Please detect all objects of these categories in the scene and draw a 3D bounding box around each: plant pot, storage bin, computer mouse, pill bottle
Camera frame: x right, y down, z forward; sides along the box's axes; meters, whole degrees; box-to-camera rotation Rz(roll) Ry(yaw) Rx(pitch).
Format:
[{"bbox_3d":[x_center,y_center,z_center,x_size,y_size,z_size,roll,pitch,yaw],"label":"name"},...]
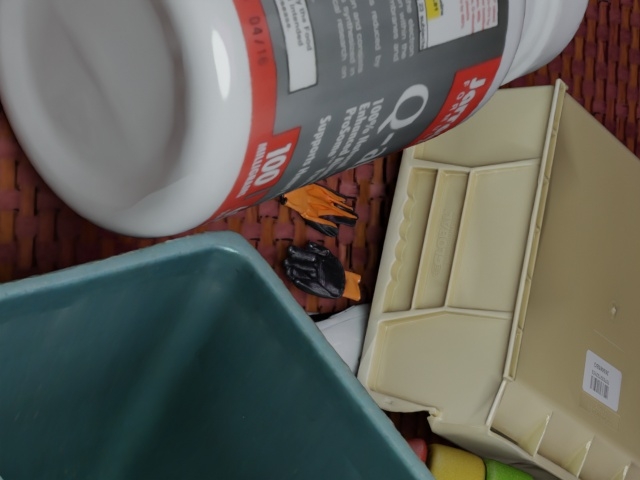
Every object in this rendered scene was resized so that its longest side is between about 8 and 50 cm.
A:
[{"bbox_3d":[-0.114,0.184,1.018,0.248,0.247,0.252,-15,147,-44],"label":"plant pot"},{"bbox_3d":[0.165,0.052,1.365,0.262,0.123,0.260,34,62,-47],"label":"storage bin"},{"bbox_3d":[0.031,0.081,1.323,0.193,0.042,0.106,-11,101,-45],"label":"computer mouse"},{"bbox_3d":[-0.005,-0.146,1.150,0.363,0.210,0.210,-22,108,-42],"label":"pill bottle"}]

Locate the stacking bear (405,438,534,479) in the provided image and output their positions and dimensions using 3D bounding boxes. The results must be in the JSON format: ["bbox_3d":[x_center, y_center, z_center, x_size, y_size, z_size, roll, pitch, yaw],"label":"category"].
[{"bbox_3d":[0.069,0.193,1.188,0.289,0.175,0.164,30,100,-4],"label":"stacking bear"}]

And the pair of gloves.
[{"bbox_3d":[0.000,0.000,1.296,0.074,0.010,0.083,17,64,-40],"label":"pair of gloves"}]
